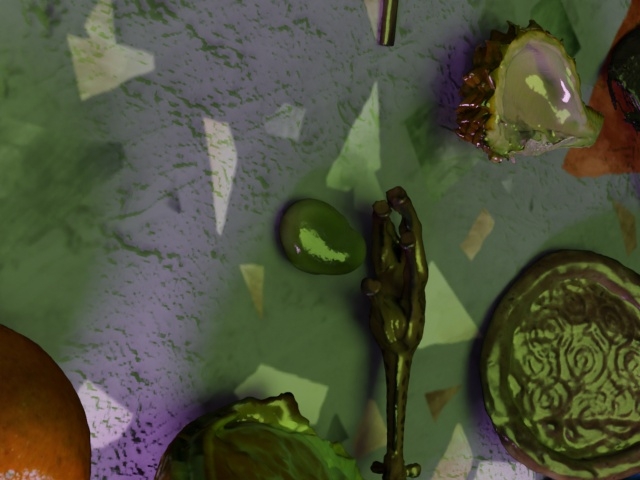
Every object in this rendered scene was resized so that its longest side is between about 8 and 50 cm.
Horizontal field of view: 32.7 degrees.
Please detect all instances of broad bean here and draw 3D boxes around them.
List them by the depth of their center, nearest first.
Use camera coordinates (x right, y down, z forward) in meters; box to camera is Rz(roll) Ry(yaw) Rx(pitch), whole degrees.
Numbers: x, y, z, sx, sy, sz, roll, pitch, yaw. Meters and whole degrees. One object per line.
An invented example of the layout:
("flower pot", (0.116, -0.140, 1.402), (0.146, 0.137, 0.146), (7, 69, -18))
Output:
("broad bean", (0.000, 0.000, 0.946), (0.083, 0.045, 0.063), (30, 80, -27))

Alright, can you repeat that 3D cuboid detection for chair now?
("chair", (0.401, -0.126, 1.146), (0.174, 0.149, 0.213), (-40, 115, -21))

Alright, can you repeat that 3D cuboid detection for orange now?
("orange", (-0.261, 0.155, 0.717), (0.224, 0.170, 0.224), (-32, 134, -40))
("orange", (-0.011, 0.285, 0.864), (0.196, 0.262, 0.334), (-43, 130, -1))

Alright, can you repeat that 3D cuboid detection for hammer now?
("hammer", (0.068, -0.263, 0.959), (0.062, 0.017, 0.182), (-3, 103, -34))

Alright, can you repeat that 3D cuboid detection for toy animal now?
("toy animal", (0.067, 0.087, 0.977), (0.054, 0.149, 0.276), (2, 117, 8))

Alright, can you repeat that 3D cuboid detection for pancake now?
("pancake", (0.275, 0.129, 1.125), (0.250, 0.031, 0.250), (2, 83, -17))

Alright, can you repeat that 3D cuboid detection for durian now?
("durian", (0.196, -0.130, 1.043), (0.224, 0.078, 0.140), (9, 82, -46))

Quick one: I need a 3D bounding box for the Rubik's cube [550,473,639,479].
("Rubik's cube", (0.443, 0.349, 1.172), (0.290, 0.291, 0.291), (-38, 119, -24))
